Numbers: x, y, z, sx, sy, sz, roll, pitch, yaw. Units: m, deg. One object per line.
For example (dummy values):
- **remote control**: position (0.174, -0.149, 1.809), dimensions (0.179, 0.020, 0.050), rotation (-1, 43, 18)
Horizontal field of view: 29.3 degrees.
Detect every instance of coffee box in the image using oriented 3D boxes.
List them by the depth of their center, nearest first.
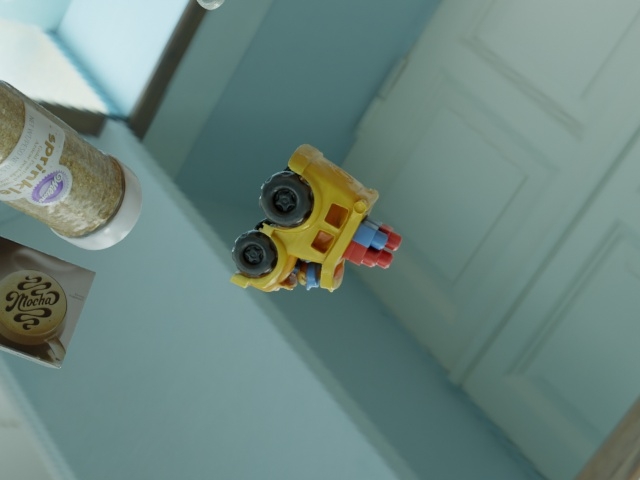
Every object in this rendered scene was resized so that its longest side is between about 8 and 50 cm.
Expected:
- **coffee box**: position (-0.536, 0.077, 1.959), dimensions (0.297, 0.168, 0.119), rotation (24, 167, -19)

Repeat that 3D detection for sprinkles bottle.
- **sprinkles bottle**: position (-0.340, -0.096, 1.407), dimensions (0.121, 0.121, 0.355), rotation (44, -178, 28)

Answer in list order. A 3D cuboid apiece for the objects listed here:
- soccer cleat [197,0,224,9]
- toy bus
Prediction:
- **soccer cleat**: position (-0.169, -0.425, 2.000), dimensions (0.076, 0.068, 0.196), rotation (48, -163, -36)
- **toy bus**: position (0.000, 0.000, 1.785), dimensions (0.211, 0.220, 0.149), rotation (30, -164, 3)
